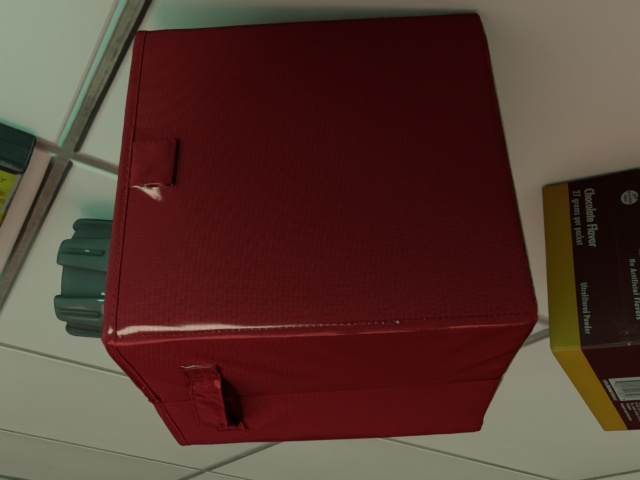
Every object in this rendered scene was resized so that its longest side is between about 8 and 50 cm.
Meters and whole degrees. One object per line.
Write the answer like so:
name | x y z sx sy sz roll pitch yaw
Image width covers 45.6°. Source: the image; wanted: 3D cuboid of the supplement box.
supplement box | 0.281 0.044 0.546 0.194 0.129 0.191 -10 147 27

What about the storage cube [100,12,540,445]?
storage cube | 0.000 0.000 0.446 0.193 0.215 0.184 -2 150 2

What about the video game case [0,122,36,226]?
video game case | -0.384 -0.061 0.584 0.274 0.035 0.248 21 148 -24

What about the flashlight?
flashlight | -0.061 0.043 0.646 0.303 0.103 0.103 6 178 -2
